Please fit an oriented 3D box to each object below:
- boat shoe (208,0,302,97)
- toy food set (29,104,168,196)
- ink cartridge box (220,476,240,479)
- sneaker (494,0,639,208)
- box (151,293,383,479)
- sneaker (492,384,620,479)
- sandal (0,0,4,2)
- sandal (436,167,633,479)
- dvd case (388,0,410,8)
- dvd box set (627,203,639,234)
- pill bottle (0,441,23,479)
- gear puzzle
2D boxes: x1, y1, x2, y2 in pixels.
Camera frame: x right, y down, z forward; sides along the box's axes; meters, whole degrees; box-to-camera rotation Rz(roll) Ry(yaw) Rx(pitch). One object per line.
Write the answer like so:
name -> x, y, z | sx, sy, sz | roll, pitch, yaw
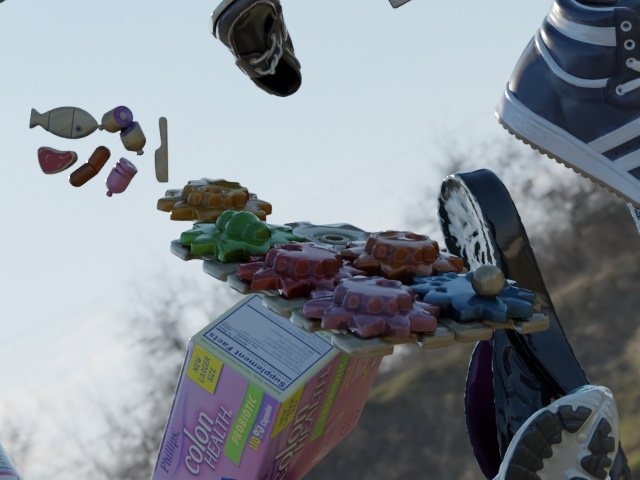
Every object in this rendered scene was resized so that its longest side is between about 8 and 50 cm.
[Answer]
boat shoe -> -0.052, -0.188, 1.554 | 0.075, 0.065, 0.206 | -40, -12, -2
toy food set -> -0.189, -0.075, 1.381 | 0.122, 0.077, 0.019 | 0, 3, 13
ink cartridge box -> -0.023, 0.269, 1.346 | 0.207, 0.097, 0.046 | 74, -149, -52
sneaker -> 0.289, -0.107, 1.340 | 0.099, 0.282, 0.153 | -35, -31, -56
box -> -0.042, 0.153, 1.728 | 0.243, 0.117, 0.213 | -36, -27, -47
sneaker -> 0.182, 0.243, 1.461 | 0.275, 0.107, 0.110 | -55, -6, 19
sandal -> -0.362, -0.265, 1.598 | 0.120, 0.086, 0.303 | -4, 27, 23
sandal -> 0.185, 0.145, 1.606 | 0.107, 0.445, 0.167 | -15, -21, -16
dvd case -> 0.114, -0.442, 2.097 | 0.179, 0.238, 0.029 | -29, 3, 8
dvd box set -> 0.507, -0.048, 1.518 | 0.420, 0.307, 0.062 | -26, -25, 20
pill bottle -> -0.284, 0.195, 1.305 | 0.087, 0.160, 0.087 | -27, -31, -18
gear puzzle -> 0.000, 0.000, 1.144 | 0.175, 0.044, 0.339 | -6, 19, -34
